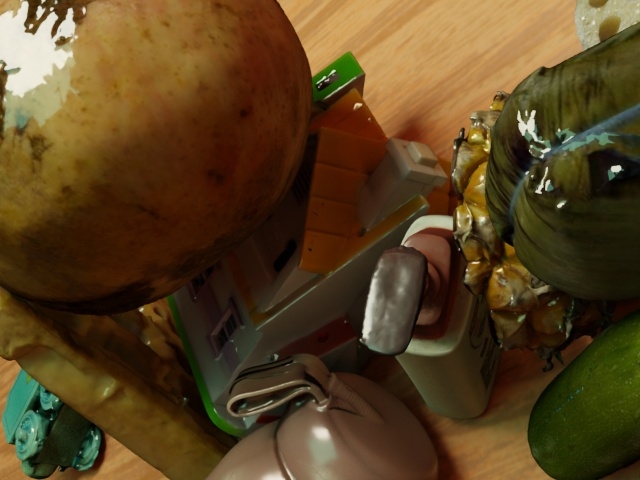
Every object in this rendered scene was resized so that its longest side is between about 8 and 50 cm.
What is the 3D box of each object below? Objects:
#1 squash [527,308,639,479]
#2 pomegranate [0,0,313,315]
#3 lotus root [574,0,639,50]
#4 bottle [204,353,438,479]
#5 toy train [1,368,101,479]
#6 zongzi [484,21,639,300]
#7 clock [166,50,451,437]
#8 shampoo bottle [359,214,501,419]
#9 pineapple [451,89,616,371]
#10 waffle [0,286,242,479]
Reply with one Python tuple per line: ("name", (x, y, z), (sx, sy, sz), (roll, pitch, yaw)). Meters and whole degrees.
("squash", (0.202, 0.095, 0.667), (0.331, 0.087, 0.087), (97, 171, -68))
("pomegranate", (-0.161, -0.092, 0.823), (0.322, 0.322, 0.322), (-19, 64, 43))
("lotus root", (0.257, -0.179, 0.809), (0.112, 0.081, 0.122), (1, 79, 50))
("bottle", (-0.042, 0.244, 0.907), (0.297, 0.206, 0.173), (-51, 9, 23))
("toy train", (-0.322, 0.194, 1.312), (0.198, 0.107, 0.154), (-61, 35, 15))
("zongzi", (0.256, -0.138, 0.667), (0.322, 0.160, 0.361), (-3, 59, 2))
("clock", (0.000, 0.000, 0.975), (0.309, 0.166, 0.235), (-55, 43, 31))
("shampoo bottle", (0.086, 0.051, 0.775), (0.071, 0.284, 0.153), (9, 82, 21))
("pineapple", (0.171, -0.014, 0.756), (0.076, 0.224, 0.225), (-10, 70, 38))
("waffle", (-0.228, 0.070, 1.053), (0.077, 0.304, 0.348), (-45, 27, 6))
